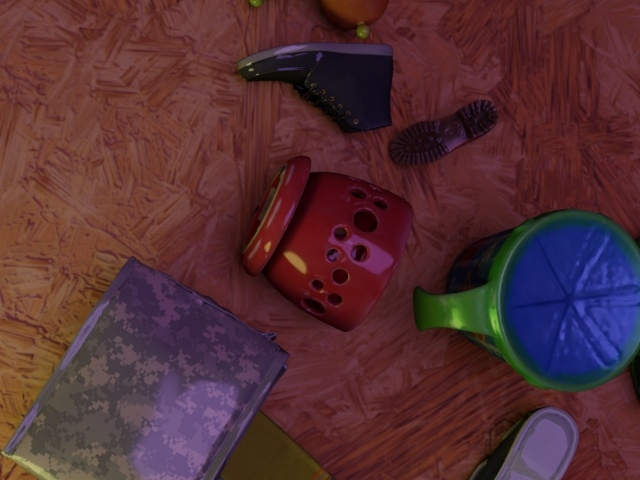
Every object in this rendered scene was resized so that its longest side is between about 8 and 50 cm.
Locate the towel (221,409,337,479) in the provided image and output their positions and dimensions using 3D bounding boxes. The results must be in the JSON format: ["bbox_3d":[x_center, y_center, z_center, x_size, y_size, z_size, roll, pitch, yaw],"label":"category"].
[{"bbox_3d":[-0.050,0.319,1.403,0.237,0.021,0.102,46,69,-22],"label":"towel"}]

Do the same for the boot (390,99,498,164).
[{"bbox_3d":[0.176,-0.145,1.486,0.157,0.084,0.059,-21,87,10],"label":"boot"}]

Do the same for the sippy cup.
[{"bbox_3d":[0.288,0.076,1.435,0.305,0.224,0.240,32,81,-16],"label":"sippy cup"}]

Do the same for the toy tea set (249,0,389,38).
[{"bbox_3d":[0.034,-0.439,1.432,0.200,0.124,0.336,23,85,12],"label":"toy tea set"}]

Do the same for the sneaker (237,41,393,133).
[{"bbox_3d":[0.001,-0.200,1.413,0.222,0.083,0.118,-5,92,-20],"label":"sneaker"}]

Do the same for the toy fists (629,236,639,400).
[{"bbox_3d":[0.526,0.120,1.587,0.142,0.096,0.279,-16,97,-8],"label":"toy fists"}]

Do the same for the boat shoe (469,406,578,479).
[{"bbox_3d":[0.259,0.371,1.493,0.114,0.091,0.302,41,79,6],"label":"boat shoe"}]

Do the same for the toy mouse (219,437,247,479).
[{"bbox_3d":[-0.155,0.278,1.383,0.160,0.031,0.143,-6,91,-20],"label":"toy mouse"}]

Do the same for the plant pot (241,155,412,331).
[{"bbox_3d":[0.000,0.000,1.360,0.174,0.191,0.191,24,82,-10],"label":"plant pot"}]

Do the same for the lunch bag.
[{"bbox_3d":[-0.200,0.192,1.276,0.235,0.169,0.287,32,81,2],"label":"lunch bag"}]
